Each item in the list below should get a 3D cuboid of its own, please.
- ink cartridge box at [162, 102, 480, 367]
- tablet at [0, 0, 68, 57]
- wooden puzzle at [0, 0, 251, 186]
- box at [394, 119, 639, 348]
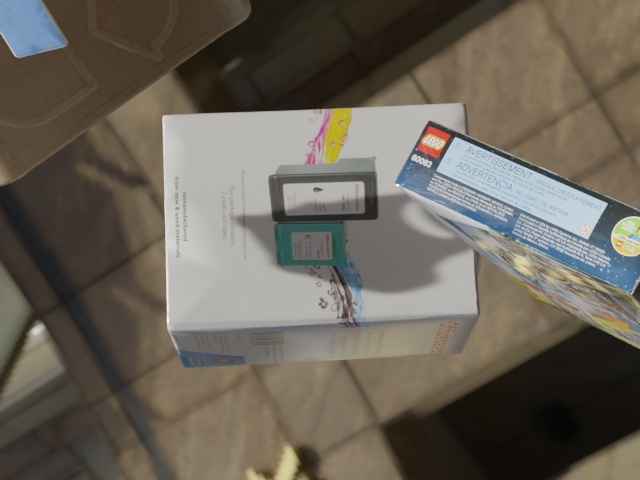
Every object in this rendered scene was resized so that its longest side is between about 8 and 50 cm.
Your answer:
[{"bbox_3d":[0.000,0.000,1.609,0.198,0.270,0.197,92,175,-76],"label":"ink cartridge box"},{"bbox_3d":[-0.251,-0.190,1.477,0.083,0.054,0.006,62,-150,-34],"label":"tablet"},{"bbox_3d":[-0.295,-0.271,1.829,0.322,0.348,0.080,56,-179,-28],"label":"wooden puzzle"},{"bbox_3d":[0.162,0.015,1.039,0.159,0.044,0.233,26,175,33],"label":"box"}]
